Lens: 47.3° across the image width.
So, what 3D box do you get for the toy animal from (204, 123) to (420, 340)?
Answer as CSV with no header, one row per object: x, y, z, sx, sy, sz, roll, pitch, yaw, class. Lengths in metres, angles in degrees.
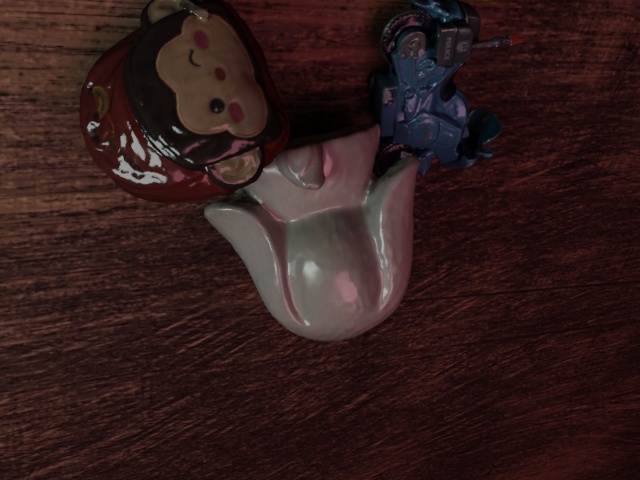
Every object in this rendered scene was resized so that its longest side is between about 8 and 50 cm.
0.000,0.000,0.923,0.271,0.206,0.265,-11,100,-6,toy animal

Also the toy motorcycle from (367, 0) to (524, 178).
0.160,-0.195,0.979,0.182,0.124,0.272,-9,132,-10,toy motorcycle

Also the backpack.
-0.153,-0.142,0.794,0.229,0.229,0.139,-31,176,-3,backpack
